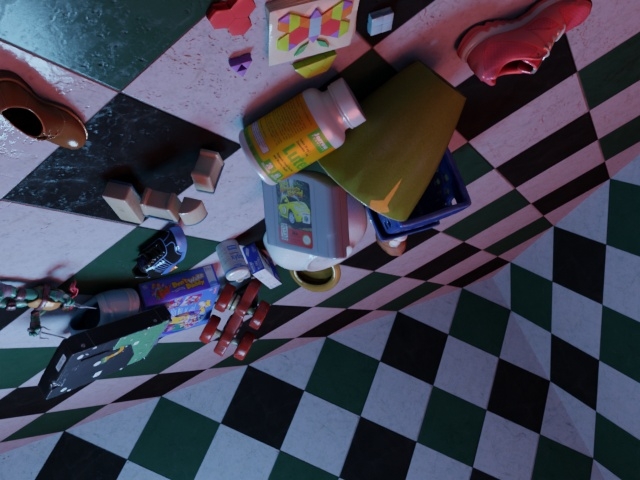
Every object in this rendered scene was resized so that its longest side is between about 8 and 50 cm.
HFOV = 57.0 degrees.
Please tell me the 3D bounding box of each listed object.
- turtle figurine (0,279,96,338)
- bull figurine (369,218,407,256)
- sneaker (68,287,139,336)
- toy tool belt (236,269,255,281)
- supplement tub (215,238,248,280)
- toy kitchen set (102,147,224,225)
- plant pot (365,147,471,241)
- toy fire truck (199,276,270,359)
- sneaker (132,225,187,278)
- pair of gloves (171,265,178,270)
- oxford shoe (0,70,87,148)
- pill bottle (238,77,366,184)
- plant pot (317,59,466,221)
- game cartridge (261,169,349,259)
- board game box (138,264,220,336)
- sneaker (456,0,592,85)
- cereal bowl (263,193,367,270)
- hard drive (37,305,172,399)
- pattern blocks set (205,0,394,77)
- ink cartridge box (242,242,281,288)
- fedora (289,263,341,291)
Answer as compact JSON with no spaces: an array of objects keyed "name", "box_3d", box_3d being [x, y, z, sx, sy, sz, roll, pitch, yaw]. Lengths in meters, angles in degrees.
[{"name":"turtle figurine","box_3d":[-0.710,0.166,1.498,0.234,0.118,0.175,17,124,-40]},{"name":"bull figurine","box_3d":[0.220,-0.042,1.915,0.101,0.188,0.310,-25,160,-1]},{"name":"sneaker","box_3d":[-0.695,0.258,1.742,0.366,0.135,0.150,-47,151,24]},{"name":"toy tool belt","box_3d":[-0.257,0.110,1.979,0.083,0.052,0.051,-14,-171,-18]},{"name":"supplement tub","box_3d":[-0.261,0.058,1.742,0.071,0.107,0.071,-22,160,-8]},{"name":"toy kitchen set","box_3d":[-0.331,-0.120,1.288,0.207,0.166,0.122,13,158,6]},{"name":"plant pot","box_3d":[0.247,-0.136,1.665,0.236,0.235,0.212,-16,165,-19]},{"name":"toy fire truck","box_3d":[-0.288,0.258,2.076,0.302,0.170,0.254,-63,-175,11]},{"name":"sneaker","box_3d":[-0.426,0.040,1.550,0.091,0.081,0.232,-17,161,-39]},{"name":"pair of gloves","box_3d":[-0.461,0.079,1.712,0.074,0.010,0.083,-23,157,0]},{"name":"oxford shoe","box_3d":[-0.454,-0.188,0.960,0.076,0.076,0.212,-29,161,8]},{"name":"pill bottle","box_3d":[-0.035,-0.231,1.229,0.246,0.136,0.136,-29,159,13]},{"name":"plant pot","box_3d":[0.178,-0.243,1.322,0.275,0.274,0.293,6,127,-54]},{"name":"game cartridge","box_3d":[-0.045,-0.070,1.404,0.060,0.195,0.294,-8,-169,-37]},{"name":"board game box","box_3d":[-0.472,0.213,1.935,0.234,0.078,0.347,-15,158,-25]},{"name":"sneaker","box_3d":[0.464,-0.430,1.294,0.314,0.136,0.116,-23,161,-3]},{"name":"cereal bowl","box_3d":[0.000,0.000,1.848,0.339,0.141,0.339,-20,160,-8]},{"name":"hard drive","box_3d":[-0.611,0.314,1.693,0.339,0.064,0.237,-16,152,-52]},{"name":"pattern blocks set","box_3d":[-0.015,-0.382,1.036,0.325,0.026,0.285,-25,160,1]},{"name":"ink cartridge box","box_3d":[-0.188,0.085,1.909,0.046,0.097,0.207,-25,159,3]},{"name":"fedora","box_3d":[-0.014,0.092,2.088,0.194,0.194,0.079,-38,-168,34]}]
